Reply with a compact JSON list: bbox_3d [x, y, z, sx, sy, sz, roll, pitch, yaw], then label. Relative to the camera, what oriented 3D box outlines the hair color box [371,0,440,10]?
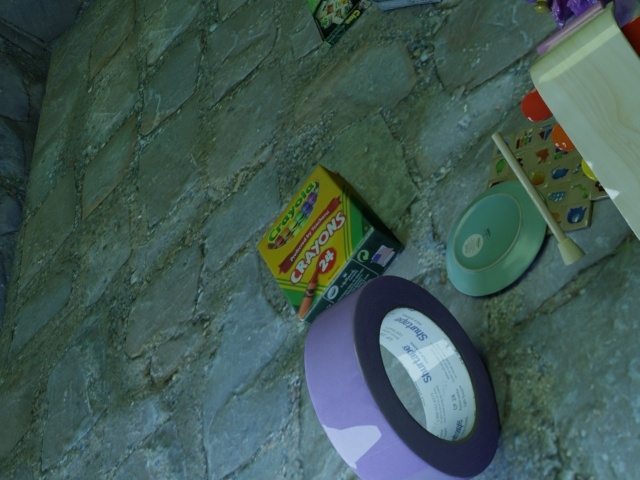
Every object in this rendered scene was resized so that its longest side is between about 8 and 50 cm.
[{"bbox_3d":[0.216,-0.655,1.876,0.185,0.113,0.375,11,74,56],"label":"hair color box"}]

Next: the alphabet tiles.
[{"bbox_3d":[0.333,-0.093,1.366,0.237,0.009,0.198,-14,53,48],"label":"alphabet tiles"}]

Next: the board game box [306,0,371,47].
[{"bbox_3d":[0.033,-0.548,2.119,0.136,0.030,0.260,-46,35,24],"label":"board game box"}]

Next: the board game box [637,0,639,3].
[{"bbox_3d":[0.447,-0.437,1.116,0.303,0.224,0.097,-47,-2,-11],"label":"board game box"}]

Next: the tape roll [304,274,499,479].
[{"bbox_3d":[0.108,0.185,1.201,0.090,0.274,0.275,-34,40,32],"label":"tape roll"}]

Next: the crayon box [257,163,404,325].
[{"bbox_3d":[0.000,0.000,1.676,0.202,0.081,0.318,-53,32,11],"label":"crayon box"}]

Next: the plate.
[{"bbox_3d":[0.249,-0.008,1.381,0.188,0.024,0.188,-32,42,35],"label":"plate"}]

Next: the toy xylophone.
[{"bbox_3d":[0.347,-0.112,1.111,0.236,0.323,0.081,-26,0,31],"label":"toy xylophone"}]

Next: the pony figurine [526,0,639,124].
[{"bbox_3d":[0.354,-0.357,1.256,0.351,0.363,0.303,-71,18,-6],"label":"pony figurine"}]
